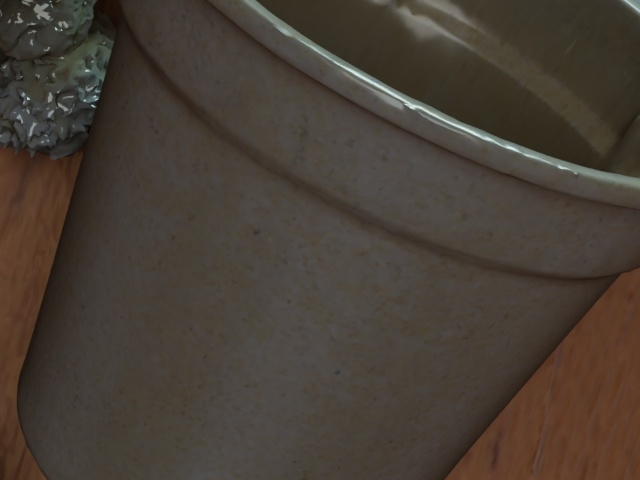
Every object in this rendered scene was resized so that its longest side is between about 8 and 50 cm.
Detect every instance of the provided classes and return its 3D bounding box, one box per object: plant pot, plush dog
[{"bbox_3d":[0.000,0.000,0.902,0.333,0.334,0.305,25,117,-5],"label":"plant pot"},{"bbox_3d":[-0.149,-0.199,0.947,0.210,0.225,0.262,36,84,-4],"label":"plush dog"}]

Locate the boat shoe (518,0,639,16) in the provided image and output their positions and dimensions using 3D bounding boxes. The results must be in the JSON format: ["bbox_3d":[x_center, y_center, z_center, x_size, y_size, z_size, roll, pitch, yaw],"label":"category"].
[{"bbox_3d":[0.237,-0.066,1.042,0.335,0.121,0.119,19,81,-8],"label":"boat shoe"}]
